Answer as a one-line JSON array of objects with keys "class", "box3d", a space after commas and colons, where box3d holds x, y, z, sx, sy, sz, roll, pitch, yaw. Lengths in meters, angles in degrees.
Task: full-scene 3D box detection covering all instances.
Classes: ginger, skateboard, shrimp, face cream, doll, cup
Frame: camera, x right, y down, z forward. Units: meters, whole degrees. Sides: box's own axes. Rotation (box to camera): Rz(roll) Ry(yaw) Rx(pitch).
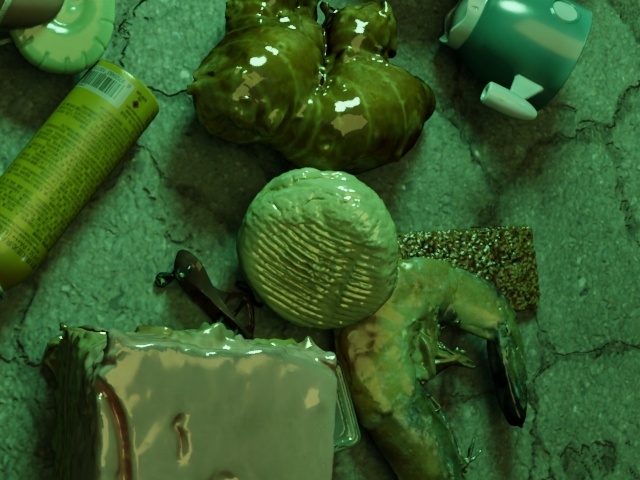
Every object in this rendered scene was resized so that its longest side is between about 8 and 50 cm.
[{"class": "ginger", "box3d": [0.003, -0.211, 1.726, 0.357, 0.152, 0.274, 21, 57, -20]}, {"class": "skateboard", "box3d": [-0.135, 0.070, 1.688, 0.151, 0.067, 0.080, 48, 60, -17]}, {"class": "shrimp", "box3d": [0.184, 0.232, 1.780, 0.272, 0.085, 0.445, -24, 93, -17]}, {"class": "face cream", "box3d": [-0.338, -0.060, 1.586, 0.105, 0.105, 0.349, 40, 71, -14]}, {"class": "doll", "box3d": [-0.378, -0.334, 1.540, 0.284, 0.216, 0.268, -2, 92, -25]}, {"class": "cup", "box3d": [0.267, -0.291, 1.836, 0.173, 0.167, 0.300, 25, 49, -9]}]

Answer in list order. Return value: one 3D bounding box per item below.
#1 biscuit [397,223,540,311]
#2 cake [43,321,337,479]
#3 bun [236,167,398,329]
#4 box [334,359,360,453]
[{"class": "biscuit", "box3d": [0.211, 0.044, 1.847, 0.230, 0.025, 0.131, -5, 87, -23]}, {"class": "cake", "box3d": [-0.153, 0.243, 1.524, 0.314, 0.307, 0.293, 2, 86, -22]}, {"class": "bun", "box3d": [0.000, 0.000, 1.678, 0.220, 0.220, 0.134, 46, 28, -12]}, {"class": "box", "box3d": [-0.008, 0.224, 1.718, 0.089, 0.062, 0.122, -15, 90, -23]}]
